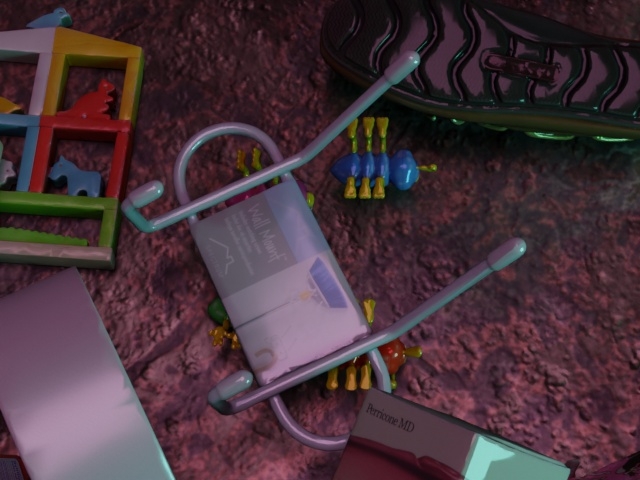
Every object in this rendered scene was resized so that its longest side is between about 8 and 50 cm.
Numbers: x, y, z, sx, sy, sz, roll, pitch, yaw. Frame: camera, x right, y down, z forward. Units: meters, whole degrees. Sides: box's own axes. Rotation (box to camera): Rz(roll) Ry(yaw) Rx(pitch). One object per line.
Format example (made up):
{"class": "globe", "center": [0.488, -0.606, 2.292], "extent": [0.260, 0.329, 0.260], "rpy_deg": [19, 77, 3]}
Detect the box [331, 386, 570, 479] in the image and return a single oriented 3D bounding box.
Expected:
{"class": "box", "center": [0.083, 0.262, 1.056], "extent": [0.127, 0.149, 0.232], "rpy_deg": [25, 84, -36]}

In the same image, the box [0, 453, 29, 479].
{"class": "box", "center": [-0.307, 0.321, 1.068], "extent": [0.123, 0.128, 0.256], "rpy_deg": [-29, 69, 21]}

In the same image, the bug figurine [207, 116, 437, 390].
{"class": "bug figurine", "center": [0.000, 0.015, 1.243], "extent": [0.216, 0.072, 0.279], "rpy_deg": [4, 73, 7]}

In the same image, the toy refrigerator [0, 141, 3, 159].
{"class": "toy refrigerator", "center": [-0.463, -0.066, 1.241], "extent": [0.270, 0.094, 0.102], "rpy_deg": [-1, 65, 8]}

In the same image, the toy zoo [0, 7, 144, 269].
{"class": "toy zoo", "center": [-0.292, -0.116, 1.312], "extent": [0.192, 0.030, 0.293], "rpy_deg": [5, 68, 2]}

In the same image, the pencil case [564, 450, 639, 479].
{"class": "pencil case", "center": [0.378, 0.226, 1.121], "extent": [0.386, 0.160, 0.167], "rpy_deg": [-21, 87, -9]}

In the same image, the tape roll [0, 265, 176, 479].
{"class": "tape roll", "center": [-0.196, 0.168, 1.067], "extent": [0.100, 0.286, 0.286], "rpy_deg": [-26, 71, -11]}

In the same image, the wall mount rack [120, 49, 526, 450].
{"class": "wall mount rack", "center": [0.000, 0.000, 1.142], "extent": [0.304, 0.130, 0.350], "rpy_deg": [-26, 72, -3]}

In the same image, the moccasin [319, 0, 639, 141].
{"class": "moccasin", "center": [0.187, -0.179, 1.298], "extent": [0.380, 0.147, 0.139], "rpy_deg": [5, 83, -3]}
